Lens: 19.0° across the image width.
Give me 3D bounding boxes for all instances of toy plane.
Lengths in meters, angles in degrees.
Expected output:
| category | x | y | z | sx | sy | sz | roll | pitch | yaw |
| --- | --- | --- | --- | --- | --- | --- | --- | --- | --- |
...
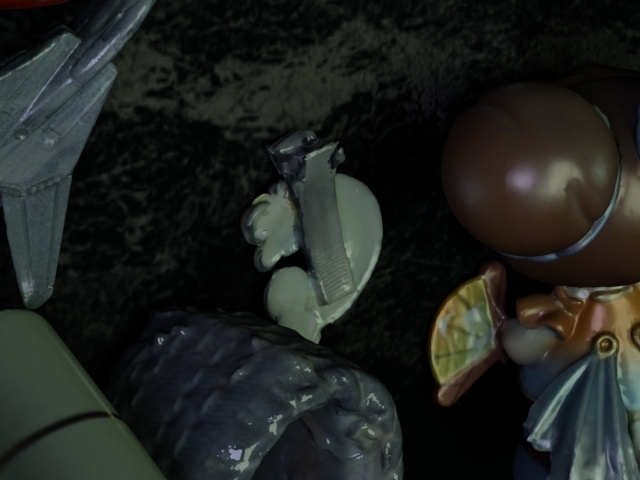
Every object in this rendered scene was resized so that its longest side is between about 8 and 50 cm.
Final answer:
| category | x | y | z | sx | sy | sz | roll | pitch | yaw |
| --- | --- | --- | --- | --- | --- | --- | --- | --- | --- |
| toy plane | -0.179 | -0.090 | 1.172 | 0.267 | 0.088 | 0.212 | -52 | 134 | 2 |

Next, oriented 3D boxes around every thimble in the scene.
| category | x | y | z | sx | sy | sz | roll | pitch | yaw |
| --- | --- | --- | --- | --- | --- | --- | --- | --- | --- |
| thimble | -0.067 | 0.169 | 1.330 | 0.205 | 0.172 | 0.236 | 0 | 108 | -47 |

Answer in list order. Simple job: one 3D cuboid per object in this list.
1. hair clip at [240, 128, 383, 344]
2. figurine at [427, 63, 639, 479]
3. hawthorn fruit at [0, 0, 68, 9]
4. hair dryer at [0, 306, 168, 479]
| category | x | y | z | sx | sy | sz | roll | pitch | yaw |
| --- | --- | --- | --- | --- | --- | --- | --- | --- | --- |
| hair clip | 0.000 | 0.000 | 1.404 | 0.116 | 0.049 | 0.172 | -29 | 126 | -24 |
| figurine | 0.224 | 0.030 | 1.492 | 0.276 | 0.248 | 0.388 | -12 | 114 | -11 |
| hawthorn fruit | -0.182 | -0.209 | 1.087 | 0.173 | 0.173 | 0.173 | -17 | 117 | -35 |
| hair dryer | -0.259 | 0.230 | 1.198 | 0.362 | 0.203 | 0.128 | -42 | 157 | 4 |
